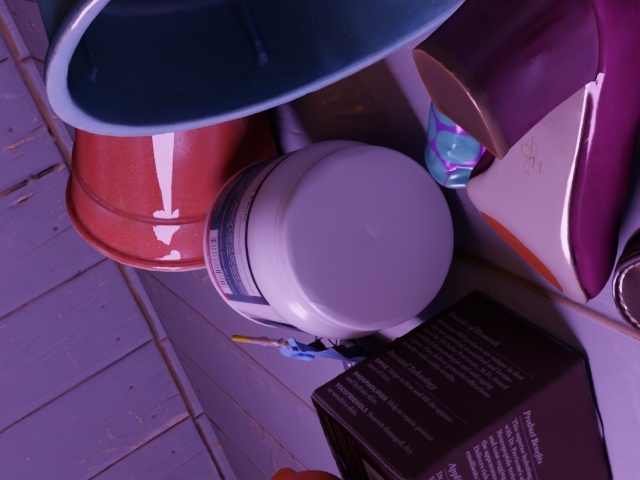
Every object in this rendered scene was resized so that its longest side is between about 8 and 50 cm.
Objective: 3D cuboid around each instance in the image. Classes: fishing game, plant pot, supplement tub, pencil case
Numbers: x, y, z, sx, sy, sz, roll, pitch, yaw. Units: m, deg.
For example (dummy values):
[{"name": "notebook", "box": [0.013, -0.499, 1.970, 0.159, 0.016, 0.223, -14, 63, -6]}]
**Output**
[{"name": "fishing game", "box": [0.043, 0.119, 1.157, 0.189, 0.264, 0.041, 174, 107, -68]}, {"name": "plant pot", "box": [-0.172, -0.153, 1.237, 0.272, 0.272, 0.265, 48, 150, 33]}, {"name": "supplement tub", "box": [0.000, 0.000, 1.088, 0.191, 0.191, 0.272, 63, 162, -9]}, {"name": "pencil case", "box": [0.118, -0.106, 0.816, 0.070, 0.064, 0.152, 52, 160, 28]}, {"name": "plant pot", "box": [-0.062, -0.288, 0.640, 0.334, 0.341, 0.341, 65, 163, 7]}]

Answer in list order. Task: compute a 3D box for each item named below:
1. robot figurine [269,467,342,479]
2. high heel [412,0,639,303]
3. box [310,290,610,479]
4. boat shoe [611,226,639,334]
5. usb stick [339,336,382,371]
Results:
[{"name": "robot figurine", "box": [0.010, 0.293, 0.972, 0.219, 0.128, 0.158, 32, 127, 57]}, {"name": "high heel", "box": [0.184, -0.081, 0.701, 0.127, 0.181, 0.377, 45, 178, 26]}, {"name": "box", "box": [0.132, 0.188, 1.010, 0.167, 0.203, 0.169, 34, 149, 54]}, {"name": "boat shoe", "box": [0.254, 0.042, 0.587, 0.123, 0.123, 0.342, 64, 161, -12]}, {"name": "usb stick", "box": [0.102, 0.180, 1.331, 0.278, 0.045, 0.077, 25, 142, 61]}]
